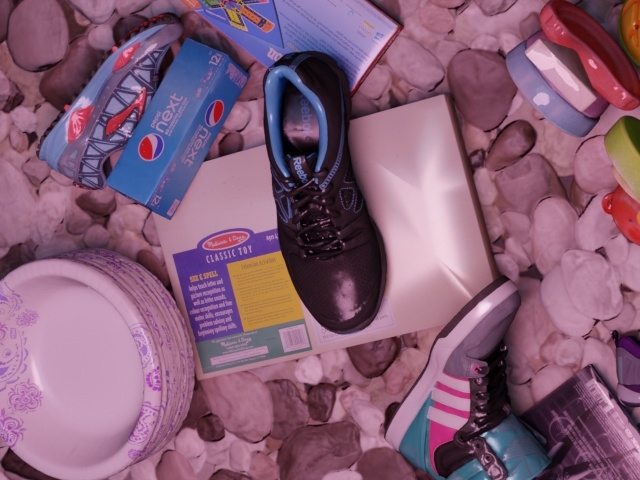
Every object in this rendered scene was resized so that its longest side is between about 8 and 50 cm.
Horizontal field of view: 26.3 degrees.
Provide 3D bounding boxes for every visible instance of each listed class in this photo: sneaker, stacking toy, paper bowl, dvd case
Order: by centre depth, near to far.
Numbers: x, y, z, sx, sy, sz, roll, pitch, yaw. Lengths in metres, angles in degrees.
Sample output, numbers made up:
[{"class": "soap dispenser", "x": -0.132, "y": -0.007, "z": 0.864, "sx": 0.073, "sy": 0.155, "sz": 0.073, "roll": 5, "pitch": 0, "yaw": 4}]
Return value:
[{"class": "stacking toy", "x": 0.301, "y": -0.103, "z": 1.493, "sx": 0.130, "sy": 0.279, "sz": 0.309, "roll": -43, "pitch": 84, "yaw": 27}, {"class": "sneaker", "x": 0.446, "y": 0.129, "z": 1.570, "sx": 0.224, "sy": 0.083, "sz": 0.098, "roll": -11, "pitch": 84, "yaw": 16}, {"class": "sneaker", "x": 0.198, "y": 0.192, "z": 1.580, "sx": 0.178, "sy": 0.124, "sz": 0.295, "roll": 41, "pitch": 133, "yaw": 19}, {"class": "sneaker", "x": -0.012, "y": -0.051, "z": 1.599, "sx": 0.125, "sy": 0.140, "sz": 0.340, "roll": -12, "pitch": 93, "yaw": 15}, {"class": "dvd case", "x": 0.286, "y": 0.278, "z": 1.640, "sx": 0.221, "sy": 0.018, "sz": 0.164, "roll": -41, "pitch": 71, "yaw": 19}, {"class": "paper bowl", "x": -0.285, "y": 0.151, "z": 1.735, "sx": 0.284, "sy": 0.148, "sz": 0.284, "roll": 5, "pitch": 101, "yaw": 28}, {"class": "sneaker", "x": -0.241, "y": -0.173, "z": 1.743, "sx": 0.125, "sy": 0.104, "sz": 0.262, "roll": 40, "pitch": 111, "yaw": -7}]

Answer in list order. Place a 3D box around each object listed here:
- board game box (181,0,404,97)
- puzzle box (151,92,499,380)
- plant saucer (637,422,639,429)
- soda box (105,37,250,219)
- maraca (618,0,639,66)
[{"class": "board game box", "x": -0.050, "y": -0.291, "z": 1.696, "sx": 0.281, "sy": 0.027, "sz": 0.145, "roll": 39, "pitch": 103, "yaw": 9}, {"class": "puzzle box", "x": 0.000, "y": 0.000, "z": 1.700, "sx": 0.409, "sy": 0.052, "sz": 0.272, "roll": -14, "pitch": 92, "yaw": 17}, {"class": "plant saucer", "x": 0.485, "y": 0.333, "z": 1.599, "sx": 0.318, "sy": 0.044, "sz": 0.317, "roll": 2, "pitch": 96, "yaw": 15}, {"class": "soda box", "x": -0.175, "y": -0.138, "z": 1.692, "sx": 0.071, "sy": 0.067, "sz": 0.210, "roll": 26, "pitch": 85, "yaw": 27}, {"class": "maraca", "x": 0.411, "y": -0.232, "z": 1.516, "sx": 0.186, "sy": 0.099, "sz": 0.127, "roll": 41, "pitch": 105, "yaw": 36}]
